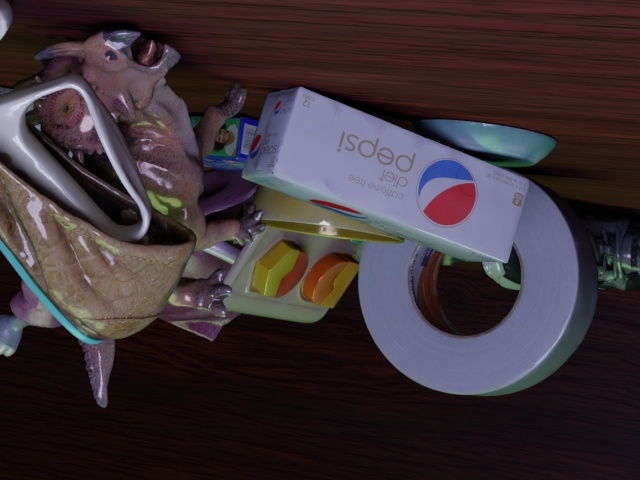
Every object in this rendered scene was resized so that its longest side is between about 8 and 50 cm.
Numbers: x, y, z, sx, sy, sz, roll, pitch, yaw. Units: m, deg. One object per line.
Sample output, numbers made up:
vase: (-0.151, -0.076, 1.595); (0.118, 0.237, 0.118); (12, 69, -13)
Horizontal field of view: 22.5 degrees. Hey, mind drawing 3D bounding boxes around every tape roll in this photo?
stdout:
tape roll: (0.149, 0.038, 1.531); (0.219, 0.219, 0.072); (6, 176, 27)

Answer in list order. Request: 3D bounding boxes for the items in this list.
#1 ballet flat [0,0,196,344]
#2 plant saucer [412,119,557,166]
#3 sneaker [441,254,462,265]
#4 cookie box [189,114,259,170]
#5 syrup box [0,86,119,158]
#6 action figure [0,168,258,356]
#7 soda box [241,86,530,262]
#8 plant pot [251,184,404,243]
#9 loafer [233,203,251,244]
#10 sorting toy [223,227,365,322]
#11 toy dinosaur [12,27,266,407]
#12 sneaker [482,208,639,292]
ballet flat: (-0.209, -0.076, 1.020); (0.342, 0.124, 0.116); (45, -161, -17)
plant saucer: (0.132, -0.077, 1.311); (0.119, 0.021, 0.119); (8, 176, 0)
sneaker: (0.118, -0.038, 1.715); (0.051, 0.089, 0.170); (-23, -133, -24)
cookie box: (-0.083, -0.088, 1.472); (0.107, 0.040, 0.092); (5, 176, 40)
syrup box: (-0.303, -0.092, 1.489); (0.237, 0.093, 0.096); (9, 177, -14)
action figure: (-0.211, 0.008, 1.658); (0.370, 0.248, 0.276); (7, 177, -31)
soda box: (0.054, -0.048, 1.266); (0.216, 0.073, 0.069); (20, 172, -23)
plant pot: (0.011, -0.054, 1.362); (0.134, 0.095, 0.134); (8, 176, 1)
loafer: (-0.164, -0.036, 2.122); (0.269, 0.101, 0.092); (-5, 169, 32)
sorting toy: (0.000, 0.000, 1.575); (0.038, 0.208, 0.193); (44, -164, 29)
toy dinosaur: (-0.157, -0.031, 1.159); (0.200, 0.295, 0.127); (12, -155, -34)
sneaker: (0.300, 0.008, 1.737); (0.153, 0.101, 0.269); (4, -179, 43)
